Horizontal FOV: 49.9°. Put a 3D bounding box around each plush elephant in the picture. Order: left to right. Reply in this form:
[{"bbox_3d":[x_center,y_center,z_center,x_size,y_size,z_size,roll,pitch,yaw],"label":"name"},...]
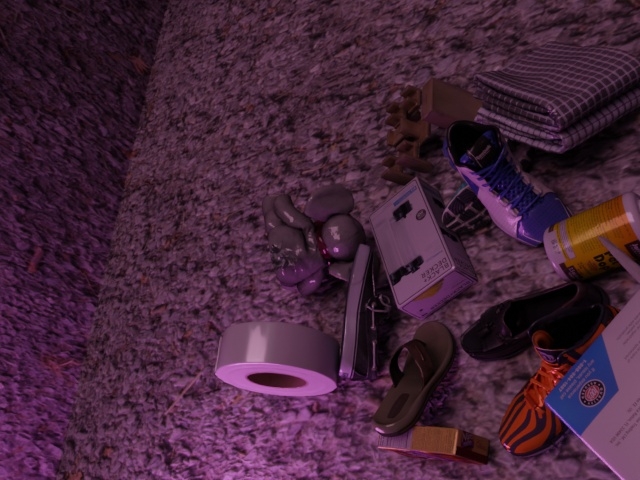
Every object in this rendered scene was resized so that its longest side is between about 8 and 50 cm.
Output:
[{"bbox_3d":[0.000,0.000,1.731,0.330,0.255,0.271,-117,14,-82],"label":"plush elephant"}]

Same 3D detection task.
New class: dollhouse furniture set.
[{"bbox_3d":[0.276,-0.269,1.688,0.242,0.161,0.212,138,143,-57],"label":"dollhouse furniture set"}]

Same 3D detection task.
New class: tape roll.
[{"bbox_3d":[-0.099,0.283,1.614,0.286,0.286,0.100,-18,56,41],"label":"tape roll"}]

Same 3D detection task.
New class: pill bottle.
[{"bbox_3d":[0.522,-0.011,1.234,0.215,0.117,0.117,-29,49,35],"label":"pill bottle"}]

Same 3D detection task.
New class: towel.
[{"bbox_3d":[0.475,-0.307,1.401,0.235,0.121,0.284,-33,36,-13],"label":"towel"}]

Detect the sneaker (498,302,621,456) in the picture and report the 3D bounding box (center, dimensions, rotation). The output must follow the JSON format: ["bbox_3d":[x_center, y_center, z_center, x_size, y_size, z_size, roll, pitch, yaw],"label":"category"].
[{"bbox_3d":[0.391,0.228,1.184,0.321,0.180,0.124,-53,38,10],"label":"sneaker"}]

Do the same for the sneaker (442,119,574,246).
[{"bbox_3d":[0.345,-0.124,1.355,0.127,0.182,0.315,-44,73,11],"label":"sneaker"}]

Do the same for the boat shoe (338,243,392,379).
[{"bbox_3d":[0.109,0.164,1.575,0.113,0.105,0.306,100,177,-78],"label":"boat shoe"}]

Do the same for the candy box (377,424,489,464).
[{"bbox_3d":[0.217,0.395,1.335,0.187,0.109,0.053,-10,60,46],"label":"candy box"}]

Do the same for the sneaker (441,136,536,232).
[{"bbox_3d":[0.369,-0.134,1.520,0.275,0.107,0.110,-51,20,6],"label":"sneaker"}]

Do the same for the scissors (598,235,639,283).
[{"bbox_3d":[0.499,0.088,1.015,0.109,0.021,0.297,-56,39,4],"label":"scissors"}]

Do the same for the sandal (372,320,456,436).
[{"bbox_3d":[0.187,0.263,1.398,0.120,0.086,0.303,-20,23,41],"label":"sandal"}]

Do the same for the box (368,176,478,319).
[{"bbox_3d":[0.227,0.014,1.573,0.169,0.087,0.290,-39,44,27],"label":"box"}]

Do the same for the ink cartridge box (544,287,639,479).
[{"bbox_3d":[0.570,0.269,0.969,0.285,0.166,0.395,-53,38,10],"label":"ink cartridge box"}]

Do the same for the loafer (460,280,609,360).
[{"bbox_3d":[0.386,0.144,1.310,0.302,0.095,0.109,-28,49,35],"label":"loafer"}]
